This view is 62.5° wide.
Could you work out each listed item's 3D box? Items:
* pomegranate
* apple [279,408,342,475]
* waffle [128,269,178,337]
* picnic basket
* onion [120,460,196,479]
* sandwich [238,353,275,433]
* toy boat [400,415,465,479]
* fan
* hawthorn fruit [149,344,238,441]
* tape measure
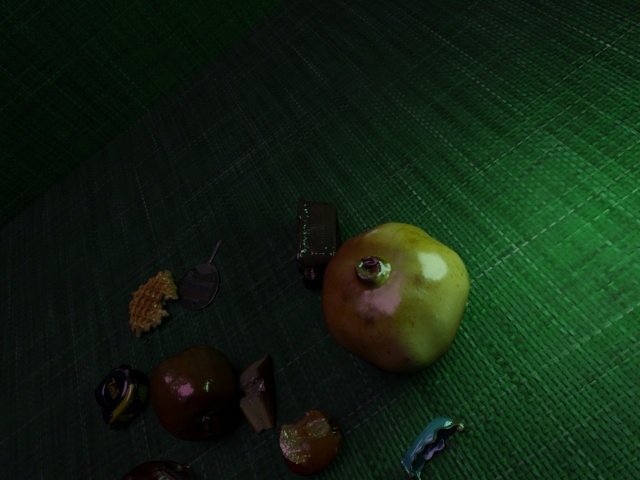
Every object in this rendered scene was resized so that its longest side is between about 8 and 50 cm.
[{"bbox_3d":[0.197,0.147,1.416,0.417,0.416,0.416,-16,52,22],"label":"pomegranate"},{"bbox_3d":[-0.021,0.550,1.439,0.158,0.147,0.156,-18,18,9],"label":"apple"},{"bbox_3d":[-0.675,0.250,2.105,0.250,0.056,0.261,-35,48,10],"label":"waffle"},{"bbox_3d":[0.000,0.000,1.768,0.129,0.222,0.296,-7,55,8],"label":"picnic basket"},{"bbox_3d":[-0.480,0.772,1.536,0.206,0.207,0.216,25,80,44],"label":"onion"},{"bbox_3d":[-0.200,0.465,1.641,0.090,0.088,0.244,-26,50,19],"label":"sandwich"},{"bbox_3d":[0.282,0.516,1.313,0.185,0.075,0.077,-49,45,-11],"label":"toy boat"},{"bbox_3d":[-0.488,0.150,2.091,0.223,0.012,0.294,-21,50,21],"label":"fan"},{"bbox_3d":[-0.381,0.487,1.628,0.268,0.268,0.301,-38,47,5],"label":"hawthorn fruit"},{"bbox_3d":[-0.701,0.548,1.886,0.186,0.112,0.199,-49,53,4],"label":"tape measure"}]
